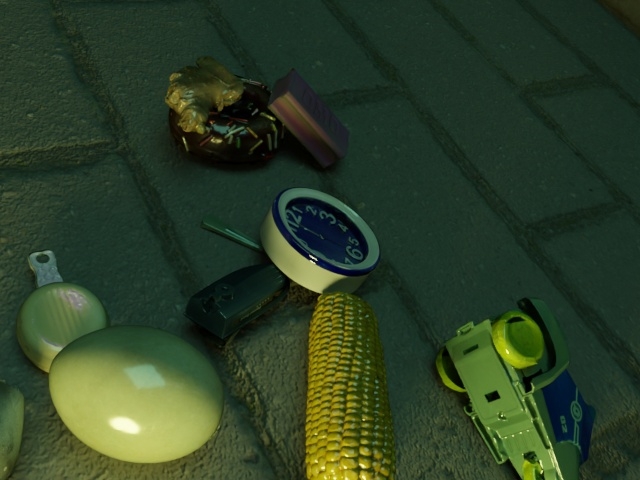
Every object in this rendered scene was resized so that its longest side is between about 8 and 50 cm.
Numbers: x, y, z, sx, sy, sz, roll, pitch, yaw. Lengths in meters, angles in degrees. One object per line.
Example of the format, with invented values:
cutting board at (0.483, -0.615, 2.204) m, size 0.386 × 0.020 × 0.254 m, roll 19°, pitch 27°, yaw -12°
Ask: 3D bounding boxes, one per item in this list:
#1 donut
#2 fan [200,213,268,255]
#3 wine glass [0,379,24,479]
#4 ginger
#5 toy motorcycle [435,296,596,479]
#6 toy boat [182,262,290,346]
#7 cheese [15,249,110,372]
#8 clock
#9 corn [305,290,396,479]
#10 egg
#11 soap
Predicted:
donut at (-0.200, -0.272, 1.448) m, size 0.270 × 0.103 × 0.269 m, roll 9°, pitch 48°, yaw -11°
fan at (-0.144, -0.001, 1.291) m, size 0.193 × 0.016 × 0.038 m, roll 27°, pitch 44°, yaw 4°
wine glass at (-0.457, 0.302, 0.837) m, size 0.127 × 0.126 × 0.241 m, roll 9°, pitch 47°, yaw -13°
ginger at (-0.247, -0.295, 1.336) m, size 0.138 × 0.074 × 0.213 m, roll 28°, pitch 53°, yaw 7°
toy motorcycle at (0.369, 0.276, 1.150) m, size 0.200 × 0.191 × 0.326 m, roll -15°, pitch 72°, yaw -35°
toy boat at (-0.133, 0.102, 1.167) m, size 0.093 × 0.103 × 0.246 m, roll 27°, pitch 31°, yaw 22°
cheese at (-0.423, 0.104, 1.062) m, size 0.137 × 0.064 × 0.227 m, roll -11°, pitch 57°, yaw -32°
clock at (0.000, 0.000, 1.265) m, size 0.231 × 0.083 × 0.230 m, roll 22°, pitch 35°, yaw -16°
corn at (0.045, 0.245, 1.064) m, size 0.144 × 0.144 × 0.387 m, roll 10°, pitch 50°, yaw -12°
egg at (-0.259, 0.215, 0.941) m, size 0.253 × 0.186 × 0.186 m, roll 22°, pitch 46°, yaw -6°
soap at (-0.024, -0.268, 1.464) m, size 0.203 × 0.066 × 0.122 m, roll 44°, pitch 32°, yaw -27°
